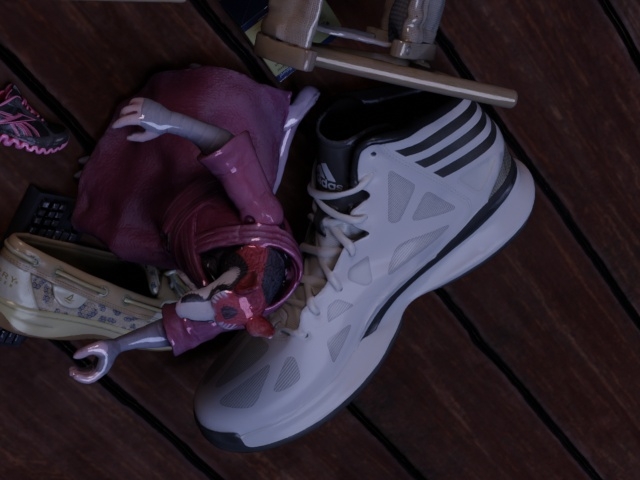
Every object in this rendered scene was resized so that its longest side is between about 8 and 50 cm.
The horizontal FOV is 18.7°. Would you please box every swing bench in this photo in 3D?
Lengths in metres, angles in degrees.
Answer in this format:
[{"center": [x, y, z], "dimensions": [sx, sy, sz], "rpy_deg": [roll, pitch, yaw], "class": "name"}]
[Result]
[{"center": [0.065, -0.274, 1.776], "dimensions": [0.254, 0.165, 0.253], "rpy_deg": [8, 100, -34], "class": "swing bench"}]

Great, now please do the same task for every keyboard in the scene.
[{"center": [-0.301, 0.027, 1.929], "dimensions": [0.108, 0.023, 0.180], "rpy_deg": [14, 115, -37], "class": "keyboard"}]

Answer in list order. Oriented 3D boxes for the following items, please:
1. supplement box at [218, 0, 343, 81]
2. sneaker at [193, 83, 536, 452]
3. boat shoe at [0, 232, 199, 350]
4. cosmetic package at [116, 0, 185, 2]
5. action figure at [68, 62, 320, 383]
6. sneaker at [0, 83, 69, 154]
[{"center": [-0.037, -0.216, 1.875], "dimensions": [0.083, 0.056, 0.083], "rpy_deg": [-38, 134, -1], "class": "supplement box"}, {"center": [0.000, -0.001, 2.002], "dimensions": [0.447, 0.169, 0.257], "rpy_deg": [-43, 132, -7], "class": "sneaker"}, {"center": [-0.203, 0.047, 1.935], "dimensions": [0.285, 0.104, 0.089], "rpy_deg": [3, 117, -46], "class": "boat shoe"}, {"center": [-0.255, -0.295, 1.646], "dimensions": [0.309, 0.113, 0.160], "rpy_deg": [-4, 126, -30], "class": "cosmetic package"}, {"center": [-0.095, -0.001, 1.783], "dimensions": [0.275, 0.370, 0.248], "rpy_deg": [9, 114, -29], "class": "action figure"}, {"center": [-0.283, -0.116, 1.818], "dimensions": [0.119, 0.047, 0.057], "rpy_deg": [9, 107, -37], "class": "sneaker"}]
